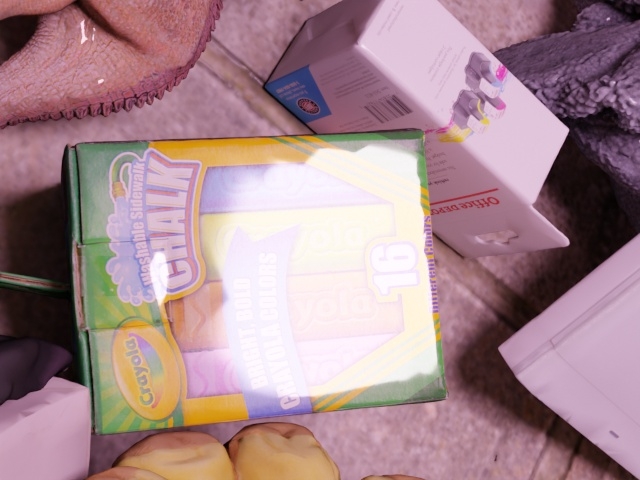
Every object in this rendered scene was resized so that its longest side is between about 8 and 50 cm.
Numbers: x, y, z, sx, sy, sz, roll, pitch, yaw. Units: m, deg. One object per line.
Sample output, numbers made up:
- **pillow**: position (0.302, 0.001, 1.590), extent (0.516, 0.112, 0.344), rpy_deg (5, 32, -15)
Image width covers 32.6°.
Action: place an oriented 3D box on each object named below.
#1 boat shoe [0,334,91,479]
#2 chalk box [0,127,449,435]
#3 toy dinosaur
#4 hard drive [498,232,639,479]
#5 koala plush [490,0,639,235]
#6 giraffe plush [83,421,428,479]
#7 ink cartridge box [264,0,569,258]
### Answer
- **boat shoe**: position (-0.198, 0.187, 0.469), extent (0.127, 0.158, 0.340), rpy_deg (-24, 125, -70)
- **chalk box**: position (-0.063, 0.023, 0.535), extent (0.213, 0.132, 0.132), rpy_deg (-4, 86, -13)
- **toy dinosaur**: position (-0.086, -0.151, 0.568), extent (0.200, 0.127, 0.295), rpy_deg (29, 75, -33)
- **hard drive**: position (0.284, 0.022, 0.679), extent (0.307, 0.040, 0.203), rpy_deg (-41, 131, 13)
- **koala plush**: position (0.245, -0.059, 0.728), extent (0.196, 0.203, 0.221), rpy_deg (-43, 122, -22)
- **giraffe plush**: position (-0.016, 0.195, 0.453), extent (0.181, 0.210, 0.170), rpy_deg (1, 109, -45)
- **ink cartridge box**: position (0.070, -0.068, 0.657), extent (0.181, 0.104, 0.061), rpy_deg (40, 66, -22)
